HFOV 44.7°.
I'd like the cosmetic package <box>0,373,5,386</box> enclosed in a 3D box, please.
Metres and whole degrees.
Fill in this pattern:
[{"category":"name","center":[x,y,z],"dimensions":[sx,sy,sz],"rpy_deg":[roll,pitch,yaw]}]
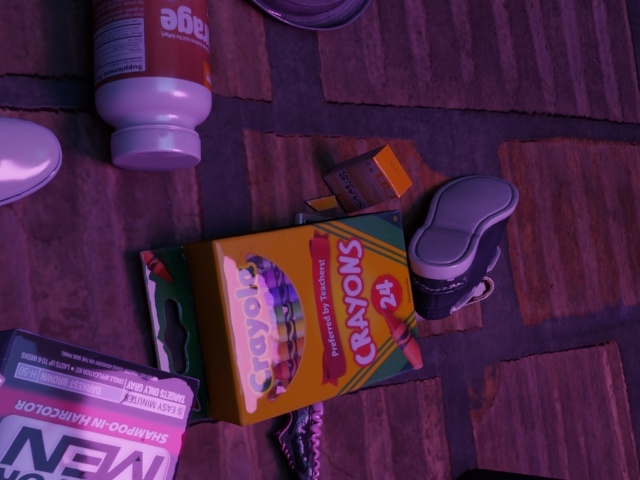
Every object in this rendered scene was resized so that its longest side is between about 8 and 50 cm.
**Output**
[{"category":"cosmetic package","center":[-0.378,0.121,0.595],"dimensions":[0.184,0.151,0.151],"rpy_deg":[40,62,-24]}]

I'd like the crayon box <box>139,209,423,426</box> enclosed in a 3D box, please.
[{"category":"crayon box","center":[-0.033,0.084,0.893],"dimensions":[0.319,0.081,0.202],"rpy_deg":[-11,94,-36]}]

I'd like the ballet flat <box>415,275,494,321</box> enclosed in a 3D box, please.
[{"category":"ballet flat","center":[0.174,0.073,1.076],"dimensions":[0.168,0.052,0.057],"rpy_deg":[-14,91,-37]}]

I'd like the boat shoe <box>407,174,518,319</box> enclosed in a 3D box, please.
[{"category":"boat shoe","center":[0.191,-0.001,1.070],"dimensions":[0.302,0.114,0.091],"rpy_deg":[-39,138,-48]}]

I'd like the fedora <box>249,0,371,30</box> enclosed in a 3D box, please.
[{"category":"fedora","center":[0.004,-0.400,0.989],"dimensions":[0.275,0.124,0.243],"rpy_deg":[-30,100,-36]}]

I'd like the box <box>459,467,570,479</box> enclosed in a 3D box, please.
[{"category":"box","center":[0.211,0.513,0.945],"dimensions":[0.313,0.179,0.343],"rpy_deg":[-24,96,-35]}]

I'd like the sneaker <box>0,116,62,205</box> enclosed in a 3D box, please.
[{"category":"sneaker","center":[-0.350,-0.071,0.688],"dimensions":[0.258,0.091,0.094],"rpy_deg":[-11,88,-37]}]

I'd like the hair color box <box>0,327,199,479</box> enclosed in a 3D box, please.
[{"category":"hair color box","center":[-0.252,0.283,0.685],"dimensions":[0.185,0.114,0.374],"rpy_deg":[23,69,-31]}]

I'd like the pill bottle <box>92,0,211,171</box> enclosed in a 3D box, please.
[{"category":"pill bottle","center":[-0.176,-0.187,0.820],"dimensions":[0.121,0.121,0.216],"rpy_deg":[1,81,-36]}]

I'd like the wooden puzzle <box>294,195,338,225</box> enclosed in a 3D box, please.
[{"category":"wooden puzzle","center":[0.000,0.000,0.984],"dimensions":[0.079,0.014,0.116],"rpy_deg":[-3,84,-37]}]

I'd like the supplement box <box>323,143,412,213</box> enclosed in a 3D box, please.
[{"category":"supplement box","center":[0.059,-0.076,0.988],"dimensions":[0.036,0.098,0.062],"rpy_deg":[-46,108,-37]}]

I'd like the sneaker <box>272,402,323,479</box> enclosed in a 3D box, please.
[{"category":"sneaker","center":[-0.029,0.240,0.908],"dimensions":[0.057,0.047,0.119],"rpy_deg":[7,75,-16]}]
